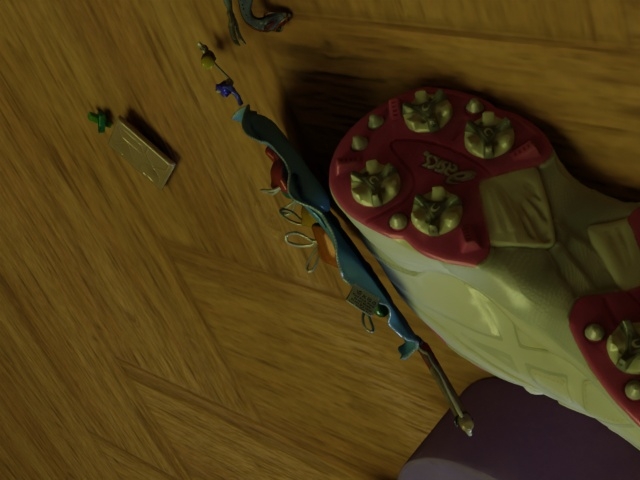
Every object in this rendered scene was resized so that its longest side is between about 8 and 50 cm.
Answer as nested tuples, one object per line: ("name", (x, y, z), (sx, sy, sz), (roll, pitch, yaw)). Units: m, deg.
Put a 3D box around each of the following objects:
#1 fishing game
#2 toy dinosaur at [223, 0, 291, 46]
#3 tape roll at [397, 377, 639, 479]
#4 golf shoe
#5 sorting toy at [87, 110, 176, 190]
("fishing game", (0.000, 0.000, 0.669), (0.264, 0.041, 0.189), (54, -177, -16))
("toy dinosaur", (-0.038, -0.154, 0.626), (0.082, 0.047, 0.090), (102, 152, -68))
("tape roll", (0.151, 0.189, 0.772), (0.189, 0.080, 0.189), (32, 150, 21))
("golf shoe", (0.140, 0.038, 0.572), (0.306, 0.115, 0.140), (38, 161, 28))
("sorting toy", (-0.148, -0.078, 0.878), (0.083, 0.012, 0.062), (42, 157, -2))
